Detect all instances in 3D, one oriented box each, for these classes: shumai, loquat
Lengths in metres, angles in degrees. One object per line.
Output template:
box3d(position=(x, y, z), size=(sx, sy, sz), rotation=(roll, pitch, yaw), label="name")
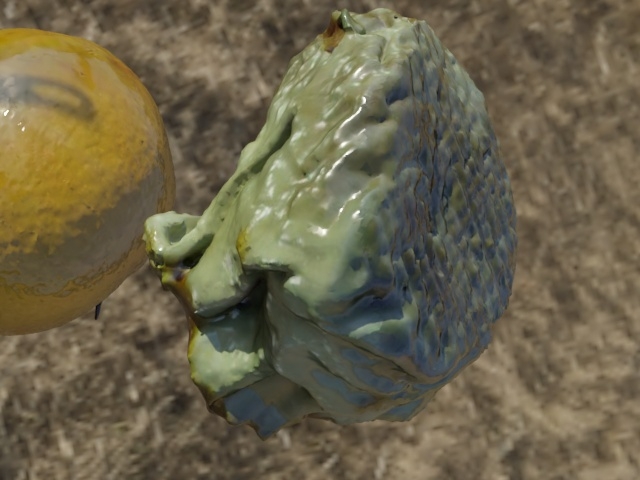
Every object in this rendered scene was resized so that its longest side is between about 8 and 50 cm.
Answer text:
box3d(position=(0.000, -0.006, 0.708), size=(0.184, 0.142, 0.184), rotation=(34, 51, -57), label="shumai")
box3d(position=(-0.260, -0.046, 1.390), size=(0.275, 0.275, 0.275), rotation=(22, 61, -45), label="loquat")
